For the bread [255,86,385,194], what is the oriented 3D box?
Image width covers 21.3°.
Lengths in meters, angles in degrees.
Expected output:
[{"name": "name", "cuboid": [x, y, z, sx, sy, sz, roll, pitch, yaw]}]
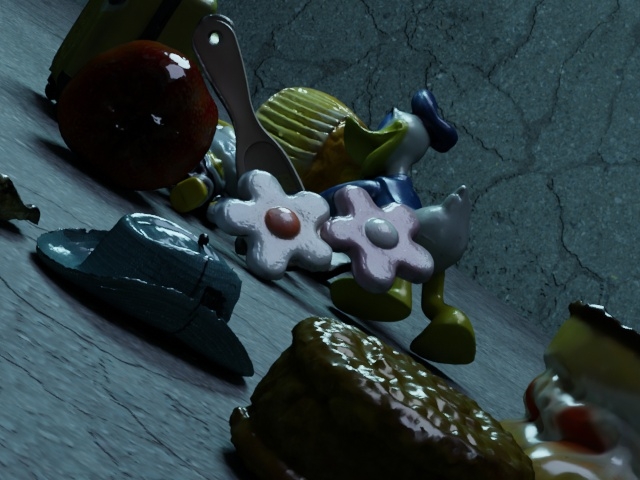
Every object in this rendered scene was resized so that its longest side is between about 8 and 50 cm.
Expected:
[{"name": "bread", "cuboid": [0.011, -0.094, 2.403, 0.156, 0.204, 0.288, 31, -1, 27]}]

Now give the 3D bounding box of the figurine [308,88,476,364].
[{"name": "figurine", "cuboid": [0.087, -0.032, 2.092, 0.284, 0.338, 0.204, -10, -37, 43]}]

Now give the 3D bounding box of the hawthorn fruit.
[{"name": "hawthorn fruit", "cuboid": [-0.193, -0.136, 1.809, 0.169, 0.169, 0.188, 33, 6, -9]}]

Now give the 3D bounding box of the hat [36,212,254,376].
[{"name": "hat", "cuboid": [-0.112, 0.024, 1.250, 0.191, 0.078, 0.138, 31, 4, -24]}]

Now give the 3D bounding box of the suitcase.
[{"name": "suitcase", "cuboid": [-0.224, -0.234, 2.059, 0.143, 0.235, 0.194, 32, 5, -18]}]

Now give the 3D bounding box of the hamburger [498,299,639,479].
[{"name": "hamburger", "cuboid": [0.252, 0.192, 1.338, 0.261, 0.186, 0.302, 37, -4, 15]}]

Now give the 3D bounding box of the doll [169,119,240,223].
[{"name": "doll", "cuboid": [-0.131, -0.086, 2.039, 0.145, 0.103, 0.316, 38, 11, 7]}]

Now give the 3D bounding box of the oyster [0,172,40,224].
[{"name": "oyster", "cuboid": [-0.250, -0.047, 1.239, 0.122, 0.045, 0.146, 28, 0, -24]}]

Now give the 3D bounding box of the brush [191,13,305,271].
[{"name": "brush", "cuboid": [-0.079, -0.113, 1.977, 0.067, 0.072, 0.312, -150, -142, -87]}]

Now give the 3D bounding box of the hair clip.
[{"name": "hair clip", "cuboid": [0.003, -0.005, 1.875, 0.257, 0.075, 0.146, 4, 47, -15]}]

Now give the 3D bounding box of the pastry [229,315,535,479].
[{"name": "pastry", "cuboid": [0.039, 0.131, 1.051, 0.189, 0.103, 0.189, 33, 6, -4]}]
